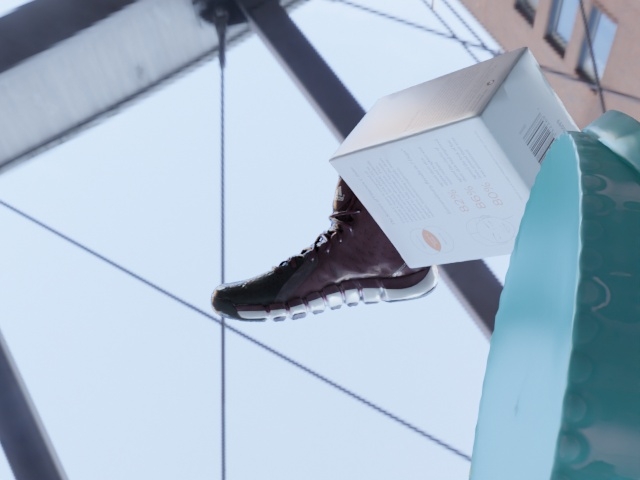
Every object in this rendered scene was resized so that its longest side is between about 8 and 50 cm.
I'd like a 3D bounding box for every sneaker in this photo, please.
[{"bbox_3d":[0.000,0.000,1.156,0.281,0.106,0.162,-8,-79,-15],"label":"sneaker"}]

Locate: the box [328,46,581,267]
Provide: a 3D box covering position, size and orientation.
[{"bbox_3d":[0.117,-0.061,0.783,0.170,0.130,0.091,-10,-145,50],"label":"box"}]

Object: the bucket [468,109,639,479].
[{"bbox_3d":[0.169,0.084,0.403,0.183,0.281,0.281,10,-119,4],"label":"bucket"}]
